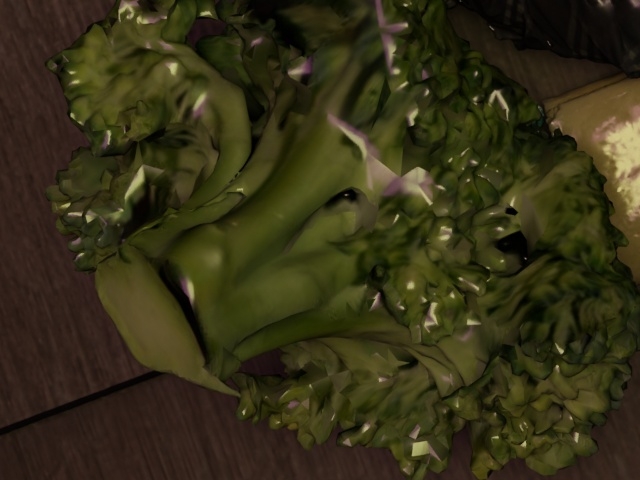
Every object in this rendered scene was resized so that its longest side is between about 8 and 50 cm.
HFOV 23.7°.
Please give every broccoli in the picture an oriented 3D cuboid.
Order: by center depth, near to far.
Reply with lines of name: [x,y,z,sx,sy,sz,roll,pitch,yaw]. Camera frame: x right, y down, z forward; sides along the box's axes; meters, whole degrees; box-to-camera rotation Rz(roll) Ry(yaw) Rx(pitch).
broccoli: [0.003,-0.015,0.921,0.277,0.317,0.338,-37,55,48]

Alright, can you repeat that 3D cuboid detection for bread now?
bread: [0.245,-0.059,0.963,0.178,0.060,0.139,-23,86,15]

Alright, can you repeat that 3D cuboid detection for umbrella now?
umbrella: [0.131,-0.195,0.949,0.336,0.128,0.154,21,106,21]

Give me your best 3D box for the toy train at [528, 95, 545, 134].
toy train: [0.128,-0.050,1.013,0.045,0.029,0.092,1,93,23]
